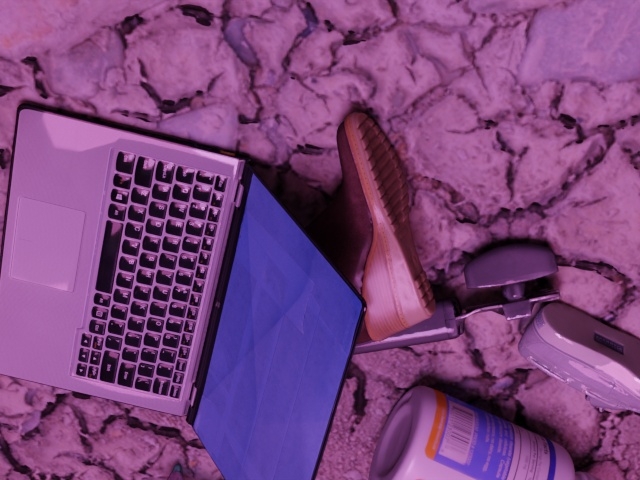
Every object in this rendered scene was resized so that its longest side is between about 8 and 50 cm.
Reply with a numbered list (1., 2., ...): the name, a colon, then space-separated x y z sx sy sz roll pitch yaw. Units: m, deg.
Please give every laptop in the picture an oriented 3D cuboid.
1. laptop: -0.183 0.107 1.414 0.407 0.236 0.382 14 121 -3

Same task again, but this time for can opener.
1. can opener: 0.134 0.067 1.469 0.283 0.076 0.095 -10 88 12

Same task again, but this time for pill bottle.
1. pill bottle: 0.208 0.293 1.541 0.272 0.152 0.152 25 121 -10

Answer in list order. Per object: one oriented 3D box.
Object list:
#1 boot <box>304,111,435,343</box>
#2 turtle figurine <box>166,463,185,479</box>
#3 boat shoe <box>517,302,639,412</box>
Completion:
1. boot: 0.000 0.000 1.405 0.206 0.090 0.248 -13 97 27
2. turtle figurine: -0.092 0.376 1.635 0.234 0.118 0.175 17 98 13
3. boat shoe: 0.334 0.155 1.494 0.227 0.079 0.081 30 130 -8
